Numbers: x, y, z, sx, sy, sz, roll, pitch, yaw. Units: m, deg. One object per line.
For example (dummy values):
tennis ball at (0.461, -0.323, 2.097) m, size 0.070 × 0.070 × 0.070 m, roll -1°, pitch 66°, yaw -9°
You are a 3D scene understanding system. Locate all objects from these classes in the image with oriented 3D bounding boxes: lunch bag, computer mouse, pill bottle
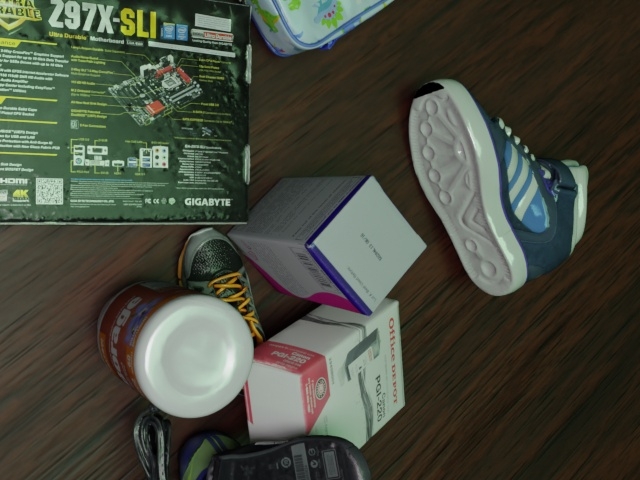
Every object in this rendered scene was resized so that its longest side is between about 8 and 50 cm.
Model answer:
lunch bag at (0.000, -0.338, 0.997) m, size 0.219 × 0.090 × 0.176 m, roll -38°, pitch 110°, yaw -22°
computer mouse at (-0.077, 0.232, 0.877) m, size 0.262 × 0.060 × 0.184 m, roll -19°, pitch 78°, yaw 14°
pill bottle at (-0.167, 0.106, 0.861) m, size 0.121 × 0.216 × 0.121 m, roll -2°, pitch 94°, yaw -29°

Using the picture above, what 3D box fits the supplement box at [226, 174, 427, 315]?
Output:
supplement box at (0.000, 0.000, 0.946) m, size 0.114 × 0.220 × 0.111 m, roll -48°, pitch 114°, yaw -19°

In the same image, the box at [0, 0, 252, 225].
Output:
box at (-0.234, -0.144, 0.887) m, size 0.322 × 0.079 × 0.257 m, roll -1°, pitch 92°, yaw -29°

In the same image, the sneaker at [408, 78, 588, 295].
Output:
sneaker at (0.271, -0.103, 1.157) m, size 0.236 × 0.130 × 0.322 m, roll -30°, pitch 103°, yaw -34°

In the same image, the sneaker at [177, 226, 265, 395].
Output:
sneaker at (-0.107, 0.088, 0.971) m, size 0.084 × 0.083 × 0.215 m, roll -20°, pitch 102°, yaw -26°

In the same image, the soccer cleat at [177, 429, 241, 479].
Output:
soccer cleat at (-0.105, 0.370, 0.968) m, size 0.093 × 0.121 × 0.289 m, roll -16°, pitch 101°, yaw -27°

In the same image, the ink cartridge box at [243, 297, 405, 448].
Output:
ink cartridge box at (0.011, 0.174, 0.983) m, size 0.218 × 0.092 × 0.158 m, roll -30°, pitch 121°, yaw -51°
